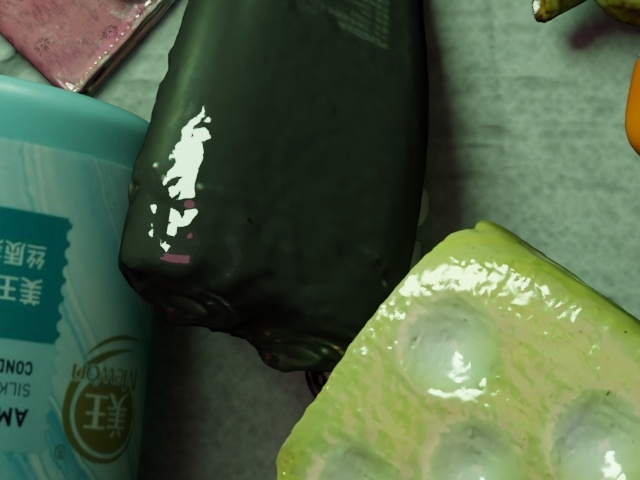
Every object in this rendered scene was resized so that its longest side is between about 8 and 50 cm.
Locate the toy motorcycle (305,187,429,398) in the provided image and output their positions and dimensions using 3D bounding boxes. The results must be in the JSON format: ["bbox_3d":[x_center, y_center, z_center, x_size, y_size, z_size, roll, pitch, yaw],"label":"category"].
[{"bbox_3d":[0.000,0.000,1.133,0.152,0.073,0.225,-43,73,3],"label":"toy motorcycle"}]

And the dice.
[{"bbox_3d":[0.125,0.141,0.989,0.227,0.238,0.233,35,95,19],"label":"dice"}]

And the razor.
[{"bbox_3d":[-0.018,-0.086,1.049,0.107,0.189,0.327,-37,38,51],"label":"razor"}]

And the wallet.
[{"bbox_3d":[-0.221,-0.219,1.252,0.232,0.025,0.119,44,98,18],"label":"wallet"}]

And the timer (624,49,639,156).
[{"bbox_3d":[0.255,-0.071,1.045,0.136,0.099,0.136,-8,73,26],"label":"timer"}]

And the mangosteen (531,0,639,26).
[{"bbox_3d":[0.214,-0.224,1.045,0.194,0.194,0.230,38,122,18],"label":"mangosteen"}]

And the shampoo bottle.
[{"bbox_3d":[-0.275,0.076,1.076,0.331,0.331,0.342,4,83,18],"label":"shampoo bottle"}]
